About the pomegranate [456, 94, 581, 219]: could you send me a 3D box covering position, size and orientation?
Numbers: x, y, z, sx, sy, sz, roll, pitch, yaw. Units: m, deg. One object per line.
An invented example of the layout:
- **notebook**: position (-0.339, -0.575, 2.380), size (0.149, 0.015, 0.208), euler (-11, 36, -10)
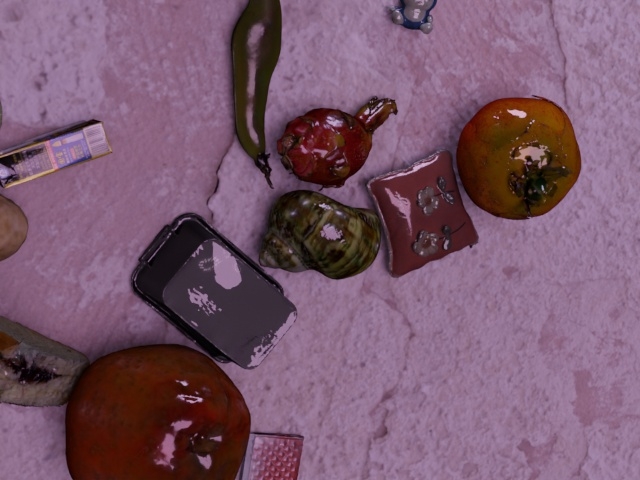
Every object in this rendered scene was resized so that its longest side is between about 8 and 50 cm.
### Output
- **pomegranate**: position (0.327, -0.131, 1.929), size (0.210, 0.235, 0.210), euler (-5, 116, -10)

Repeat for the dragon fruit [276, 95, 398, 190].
- **dragon fruit**: position (0.038, -0.166, 1.872), size (0.246, 0.125, 0.125), euler (-39, 145, -33)

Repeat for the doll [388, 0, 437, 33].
- **doll**: position (0.150, -0.380, 1.910), size (0.076, 0.050, 0.083), euler (14, 95, -6)

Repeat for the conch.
- **conch**: position (-0.001, 0.002, 1.866), size (0.181, 0.124, 0.187), euler (-5, 140, 13)

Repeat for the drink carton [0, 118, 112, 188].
- **drink carton**: position (-0.393, -0.128, 1.715), size (0.165, 0.071, 0.056), euler (-21, 103, -19)

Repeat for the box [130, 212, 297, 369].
- **box**: position (-0.155, 0.086, 1.817), size (0.243, 0.135, 0.163), euler (43, 82, -23)

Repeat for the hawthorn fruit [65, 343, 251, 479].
- **hawthorn fruit**: position (-0.221, 0.288, 1.729), size (0.277, 0.298, 0.277), euler (1, 89, -37)

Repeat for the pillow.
- **pillow**: position (0.172, -0.045, 1.963), size (0.171, 0.075, 0.179), euler (-23, 106, -19)

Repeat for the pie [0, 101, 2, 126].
- **pie**: position (-0.562, -0.175, 1.646), size (0.240, 0.054, 0.241), euler (-5, 103, -21)

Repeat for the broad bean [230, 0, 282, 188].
- **broad bean**: position (-0.100, -0.246, 1.826), size (0.075, 0.067, 0.325), euler (3, 102, 7)

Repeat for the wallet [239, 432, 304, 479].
- **wallet**: position (-0.088, 0.415, 1.966), size (0.103, 0.020, 0.196), euler (6, 97, -23)

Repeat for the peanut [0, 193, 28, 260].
- **peanut**: position (-0.538, -0.010, 1.651), size (0.256, 0.123, 0.124), euler (-13, 104, -19)

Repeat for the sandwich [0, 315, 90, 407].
- **sandwich**: position (-0.443, 0.165, 1.650), size (0.288, 0.254, 0.100), euler (32, 84, -26)
